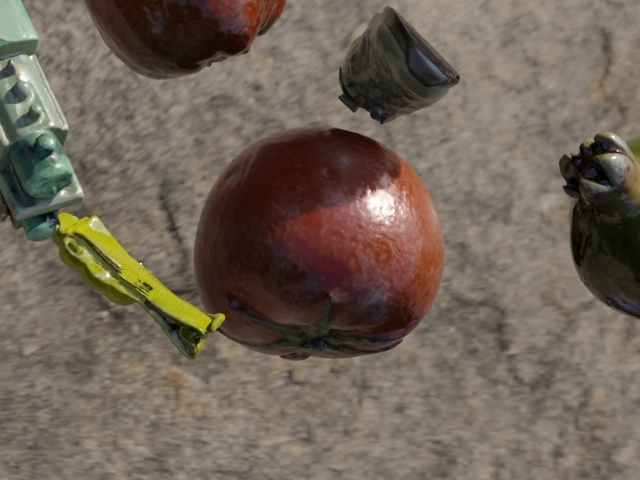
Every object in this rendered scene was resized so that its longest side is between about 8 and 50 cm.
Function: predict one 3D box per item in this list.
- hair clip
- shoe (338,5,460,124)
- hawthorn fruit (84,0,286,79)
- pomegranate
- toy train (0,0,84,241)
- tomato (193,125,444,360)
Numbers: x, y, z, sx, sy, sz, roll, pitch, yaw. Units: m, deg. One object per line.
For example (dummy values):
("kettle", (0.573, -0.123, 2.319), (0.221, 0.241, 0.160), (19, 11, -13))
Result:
("hair clip", (-0.165, 0.035, 1.483), (0.173, 0.072, 0.046), (36, 110, -2))
("shoe", (0.074, -0.174, 1.766), (0.103, 0.275, 0.098), (40, 90, -7))
("hawthorn fruit", (-0.156, -0.301, 1.736), (0.210, 0.210, 0.262), (-26, 97, -22))
("pomegranate", (0.301, -0.023, 1.467), (0.179, 0.210, 0.179), (-6, 63, 12))
("toy train", (-0.247, -0.098, 1.319), (0.081, 0.125, 0.194), (-19, 71, -29))
("tomato", (0.000, 0.000, 1.776), (0.265, 0.265, 0.264), (3, 83, -21))
